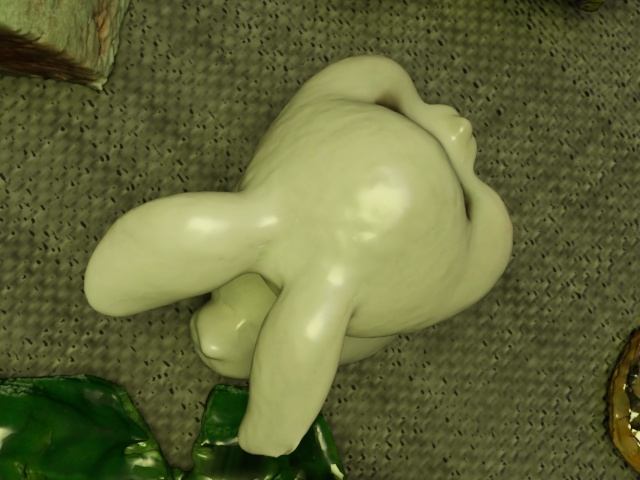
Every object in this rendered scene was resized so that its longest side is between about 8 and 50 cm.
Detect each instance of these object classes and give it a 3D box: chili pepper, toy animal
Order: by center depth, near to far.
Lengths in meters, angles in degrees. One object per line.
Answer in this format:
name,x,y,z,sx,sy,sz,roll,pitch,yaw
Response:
toy animal,-0.003,0.006,0.559,0.178,0.193,0.127,-39,90,0
chili pepper,-0.106,0.119,0.588,0.253,0.083,0.099,5,81,-11

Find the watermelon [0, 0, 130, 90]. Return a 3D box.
watermelon,-0.188,-0.198,0.588,0.261,0.201,0.213,3,85,36

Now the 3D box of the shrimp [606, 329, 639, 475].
shrimp,0.290,0.107,0.647,0.262,0.066,0.117,10,84,-8

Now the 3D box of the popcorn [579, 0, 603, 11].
popcorn,0.094,-0.202,0.610,0.195,0.168,0.174,-5,99,30
